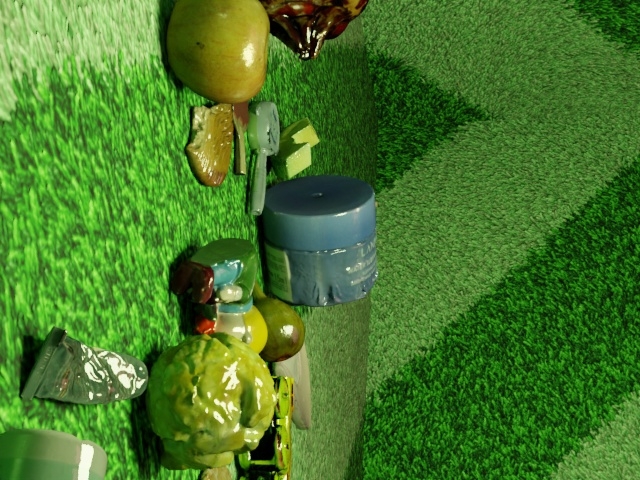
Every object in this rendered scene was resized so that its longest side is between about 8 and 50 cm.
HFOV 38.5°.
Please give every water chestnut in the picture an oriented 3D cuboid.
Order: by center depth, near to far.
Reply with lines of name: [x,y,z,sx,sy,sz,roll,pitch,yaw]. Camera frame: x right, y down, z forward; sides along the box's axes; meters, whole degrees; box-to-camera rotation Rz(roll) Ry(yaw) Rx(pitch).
water chestnut: [-0.024,-0.517,1.885,0.289,0.289,0.244,-72,147,-62]

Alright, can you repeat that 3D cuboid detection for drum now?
drum: [-0.125,-0.184,1.881,0.130,0.049,0.253,78,14,-48]

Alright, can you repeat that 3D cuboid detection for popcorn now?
popcorn: [-0.166,0.236,1.292,0.198,0.198,0.212,-78,-170,-53]

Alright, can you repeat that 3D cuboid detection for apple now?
apple: [-0.159,-0.305,1.421,0.182,0.155,0.182,-176,-90,-87]

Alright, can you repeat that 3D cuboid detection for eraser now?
eraser: [-0.066,0.336,2.117,0.204,0.059,0.243,-72,155,-63]

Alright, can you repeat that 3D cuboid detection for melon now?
melon: [-0.061,-0.208,2.078,0.209,0.118,0.064,-98,168,-63]

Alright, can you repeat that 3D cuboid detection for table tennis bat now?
table tennis bat: [-0.158,-0.244,1.790,0.131,0.022,0.234,31,56,-79]

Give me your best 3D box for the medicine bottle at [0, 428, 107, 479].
medicine bottle: [-0.269,0.346,0.791,0.110,0.110,0.351,73,18,-58]

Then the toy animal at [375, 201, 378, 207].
toy animal: [0.055,-0.035,2.570,0.212,0.195,0.256,-65,165,-5]

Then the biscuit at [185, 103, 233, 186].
biscuit: [-0.184,-0.185,1.590,0.176,0.031,0.228,79,14,-50]

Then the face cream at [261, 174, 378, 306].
face cream: [0.000,0.000,1.998,0.249,0.249,0.225,-72,161,-62]

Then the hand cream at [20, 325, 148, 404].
hand cream: [-0.258,0.151,1.051,0.248,0.052,0.075,52,37,-74]

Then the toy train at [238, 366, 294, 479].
toy train: [-0.103,0.397,1.777,0.160,0.101,0.296,56,34,-75]

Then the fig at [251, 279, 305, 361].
fig: [-0.115,0.129,1.822,0.124,0.124,0.236,47,19,-76]

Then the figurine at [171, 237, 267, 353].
figurine: [-0.160,0.125,1.468,0.185,0.127,0.234,-39,141,-63]

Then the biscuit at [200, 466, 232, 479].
biscuit: [-0.176,0.479,1.542,0.220,0.033,0.219,-3,90,-81]
